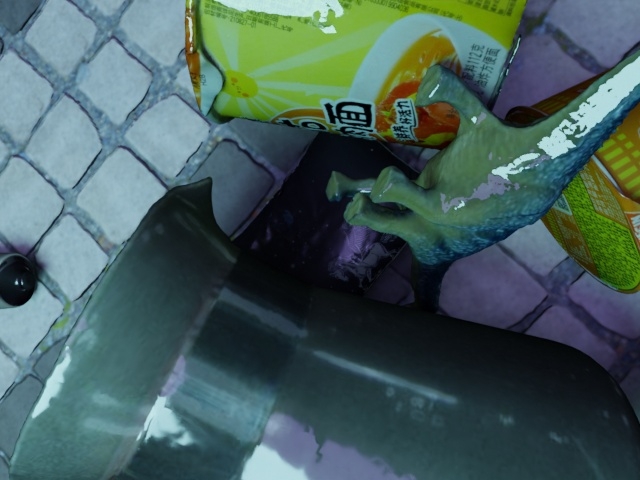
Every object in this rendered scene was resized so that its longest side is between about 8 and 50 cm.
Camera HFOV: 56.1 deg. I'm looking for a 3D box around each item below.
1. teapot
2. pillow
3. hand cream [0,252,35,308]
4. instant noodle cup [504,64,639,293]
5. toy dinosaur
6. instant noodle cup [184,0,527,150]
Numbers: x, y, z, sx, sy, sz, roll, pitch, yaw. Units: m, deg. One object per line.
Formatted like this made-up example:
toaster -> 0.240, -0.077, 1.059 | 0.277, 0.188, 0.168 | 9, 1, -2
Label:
teapot -> 0.000, 0.151, 0.401 | 0.344, 0.253, 0.300 | 28, 90, -7
pillow -> 0.000, 0.000, 0.542 | 0.141, 0.055, 0.208 | 41, 96, 12
hand cream -> -0.377, 0.045, 0.630 | 0.186, 0.054, 0.087 | -4, 83, 19
instant noodle cup -> 0.261, -0.076, 0.443 | 0.185, 0.168, 0.168 | -32, 82, 2
toy dinosaur -> 0.098, -0.034, 0.392 | 0.147, 0.363, 0.076 | 19, 55, -16
instant noodle cup -> 0.042, -0.190, 0.453 | 0.200, 0.264, 0.264 | 15, 92, 3
